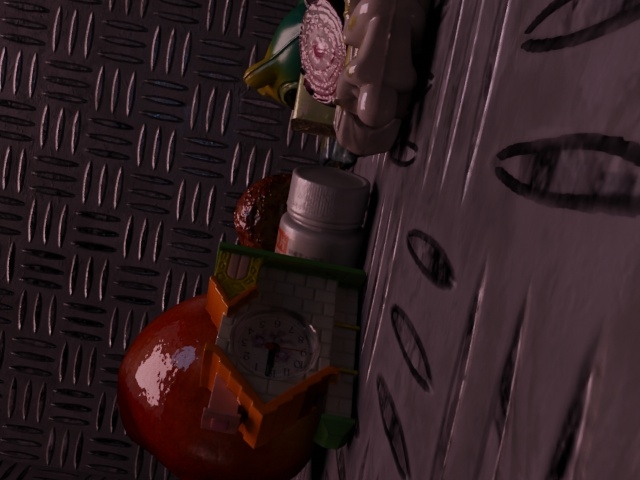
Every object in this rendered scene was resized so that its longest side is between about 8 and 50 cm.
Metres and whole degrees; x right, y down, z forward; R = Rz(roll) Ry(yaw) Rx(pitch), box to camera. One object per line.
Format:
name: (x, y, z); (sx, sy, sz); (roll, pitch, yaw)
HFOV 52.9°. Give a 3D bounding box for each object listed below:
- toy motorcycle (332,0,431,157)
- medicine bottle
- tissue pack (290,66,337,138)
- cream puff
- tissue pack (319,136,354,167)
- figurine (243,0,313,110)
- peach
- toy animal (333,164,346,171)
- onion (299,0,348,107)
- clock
toy motorcycle: (0.073, -0.232, 0.795); (0.222, 0.108, 0.340); (-84, 4, -57)
medicine bottle: (-0.002, 0.014, 1.046); (0.144, 0.145, 0.251); (-87, 10, -68)
tissue pack: (0.035, -0.338, 1.340); (0.125, 0.159, 0.234); (136, 145, -84)
cream puff: (-0.096, -0.037, 1.484); (0.164, 0.240, 0.239); (-5, 68, 40)
tissue pack: (0.051, -0.272, 1.564); (0.257, 0.081, 0.185); (-139, 61, -87)
figurine: (-0.020, -0.465, 1.594); (0.340, 0.324, 0.231); (-37, 74, 55)
peach: (-0.171, 0.264, 1.158); (0.388, 0.389, 0.387); (-170, 90, -87)
toy animal: (0.040, -0.100, 1.472); (0.275, 0.054, 0.149); (-132, 50, -85)
onion: (0.066, -0.324, 1.115); (0.218, 0.140, 0.195); (25, 115, 51)
clock: (-0.057, 0.144, 0.873); (0.255, 0.220, 0.106); (-84, 7, -46)
